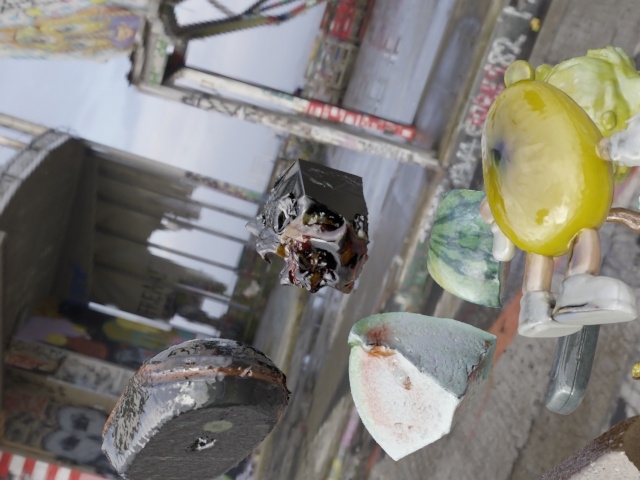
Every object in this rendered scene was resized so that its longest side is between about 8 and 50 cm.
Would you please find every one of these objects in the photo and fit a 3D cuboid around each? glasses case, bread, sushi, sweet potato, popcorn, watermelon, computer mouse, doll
[{"bbox_3d":[0.600,0.245,2.003,0.131,0.074,0.323,92,-162,-58],"label":"glasses case"},{"bbox_3d":[0.556,0.525,1.816,0.165,0.113,0.416,-34,-16,-45],"label":"bread"},{"bbox_3d":[0.001,-0.001,1.714,0.227,0.215,0.212,-47,42,40],"label":"sushi"},{"bbox_3d":[0.654,-0.044,1.833,0.050,0.214,0.050,12,-90,-74],"label":"sweet potato"},{"bbox_3d":[0.549,-0.232,1.747,0.312,0.312,0.312,-163,90,-84],"label":"popcorn"},{"bbox_3d":[0.384,-0.002,2.035,0.201,0.213,0.262,-16,-62,-51],"label":"watermelon"},{"bbox_3d":[0.179,0.285,1.587,0.213,0.319,0.290,35,107,65],"label":"watermelon"},{"bbox_3d":[-0.152,0.206,1.036,0.323,0.183,0.116,-50,35,46],"label":"computer mouse"},{"bbox_3d":[0.364,-0.055,1.286,0.348,0.161,0.423,20,100,55],"label":"doll"}]

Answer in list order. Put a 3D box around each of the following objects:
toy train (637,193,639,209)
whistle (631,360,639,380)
[{"bbox_3d":[0.641,-0.078,1.562,0.050,0.081,0.122,-31,-8,-44],"label":"toy train"},{"bbox_3d":[0.708,0.266,1.827,0.057,0.109,0.046,117,132,-74],"label":"whistle"}]
